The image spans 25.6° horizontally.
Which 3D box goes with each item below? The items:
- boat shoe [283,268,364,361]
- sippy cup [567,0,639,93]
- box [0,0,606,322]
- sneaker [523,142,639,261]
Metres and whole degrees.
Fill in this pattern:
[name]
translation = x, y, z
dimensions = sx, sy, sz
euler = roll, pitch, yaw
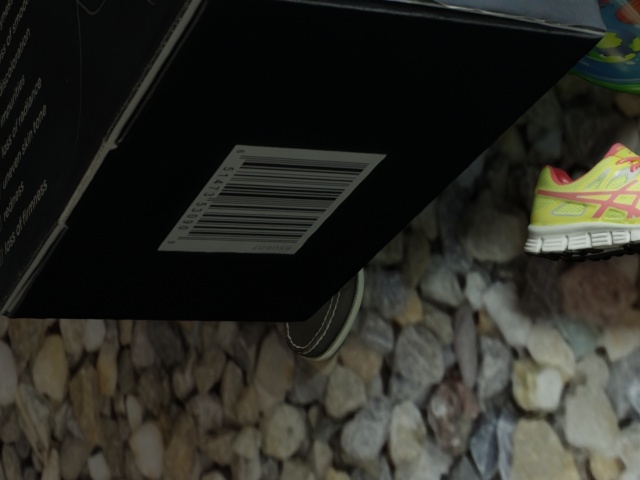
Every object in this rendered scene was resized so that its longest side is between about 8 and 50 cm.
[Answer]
[boat shoe]
translation = 0.000, 0.000, 1.308
dimensions = 0.081, 0.068, 0.228
euler = 12, 90, 31
[sippy cup]
translation = 0.231, -0.250, 1.112
dimensions = 0.305, 0.224, 0.240
euler = -27, 71, 26
[box]
translation = -0.075, -0.240, 1.100
dimensions = 0.480, 0.297, 0.472
euler = -46, 49, 53
[sneaker]
translation = 0.262, -0.036, 1.152
dimensions = 0.208, 0.081, 0.094
euler = -5, 80, 31
